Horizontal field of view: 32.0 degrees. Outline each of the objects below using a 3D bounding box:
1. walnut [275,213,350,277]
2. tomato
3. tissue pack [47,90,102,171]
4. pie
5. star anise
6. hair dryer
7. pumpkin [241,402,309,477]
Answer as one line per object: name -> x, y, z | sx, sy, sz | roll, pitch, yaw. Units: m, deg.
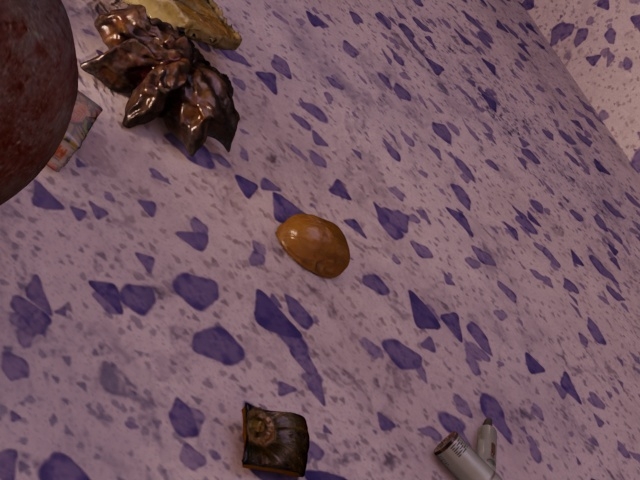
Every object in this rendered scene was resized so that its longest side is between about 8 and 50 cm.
walnut -> 0.000, 0.000, 1.528 | 0.121, 0.052, 0.091 | 22, 37, -34
tomato -> -0.367, -0.159, 0.960 | 0.317, 0.282, 0.316 | 42, -8, 7
tissue pack -> -0.332, -0.158, 1.272 | 0.148, 0.060, 0.108 | 37, 29, -15
pie -> -0.234, -0.375, 1.686 | 0.274, 0.055, 0.274 | 35, 17, -13
star anise -> -0.202, -0.227, 1.507 | 0.236, 0.109, 0.223 | 26, 35, -30
hair dryer -> 0.231, 0.291, 1.464 | 0.155, 0.044, 0.183 | 49, 24, 2
pumpkin -> -0.054, 0.214, 1.177 | 0.101, 0.035, 0.073 | 25, 44, -40
